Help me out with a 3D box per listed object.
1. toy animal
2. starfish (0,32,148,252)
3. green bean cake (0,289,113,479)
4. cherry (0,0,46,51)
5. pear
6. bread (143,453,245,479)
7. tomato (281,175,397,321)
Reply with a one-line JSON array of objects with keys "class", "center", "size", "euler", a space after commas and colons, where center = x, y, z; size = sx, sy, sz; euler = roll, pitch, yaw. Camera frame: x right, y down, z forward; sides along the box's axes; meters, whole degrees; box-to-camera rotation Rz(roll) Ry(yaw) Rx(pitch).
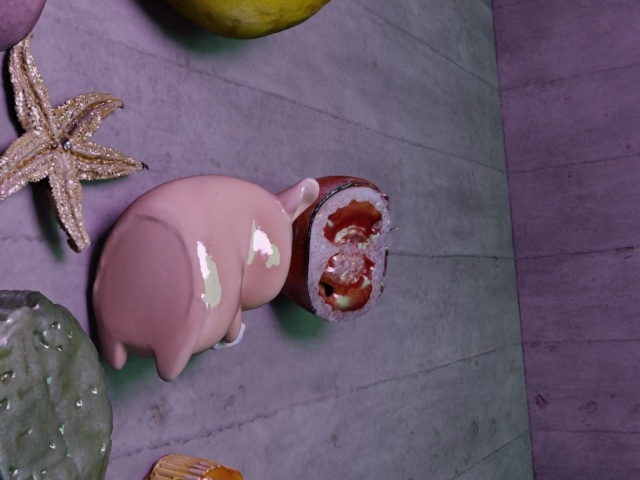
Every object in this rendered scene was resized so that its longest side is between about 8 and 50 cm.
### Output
[{"class": "toy animal", "center": [-0.131, 0.028, 0.949], "size": [0.256, 0.195, 0.213], "euler": [-17, 107, -62]}, {"class": "starfish", "center": [-0.281, -0.107, 0.860], "size": [0.227, 0.043, 0.240], "euler": [-29, 106, -60]}, {"class": "green bean cake", "center": [-0.298, 0.163, 0.706], "size": [0.227, 0.125, 0.222], "euler": [-37, 116, -62]}, {"class": "cherry", "center": [-0.309, -0.278, 0.683], "size": [0.285, 0.213, 0.236], "euler": [22, 36, -33]}, {"class": "pear", "center": [-0.101, -0.397, 1.036], "size": [0.321, 0.269, 0.269], "euler": [13, 73, -45]}, {"class": "bread", "center": [-0.148, 0.356, 0.940], "size": [0.132, 0.114, 0.190], "euler": [35, 60, -55]}, {"class": "tomato", "center": [0.000, 0.000, 1.209], "size": [0.180, 0.155, 0.214], "euler": [-2, 106, -44]}]
